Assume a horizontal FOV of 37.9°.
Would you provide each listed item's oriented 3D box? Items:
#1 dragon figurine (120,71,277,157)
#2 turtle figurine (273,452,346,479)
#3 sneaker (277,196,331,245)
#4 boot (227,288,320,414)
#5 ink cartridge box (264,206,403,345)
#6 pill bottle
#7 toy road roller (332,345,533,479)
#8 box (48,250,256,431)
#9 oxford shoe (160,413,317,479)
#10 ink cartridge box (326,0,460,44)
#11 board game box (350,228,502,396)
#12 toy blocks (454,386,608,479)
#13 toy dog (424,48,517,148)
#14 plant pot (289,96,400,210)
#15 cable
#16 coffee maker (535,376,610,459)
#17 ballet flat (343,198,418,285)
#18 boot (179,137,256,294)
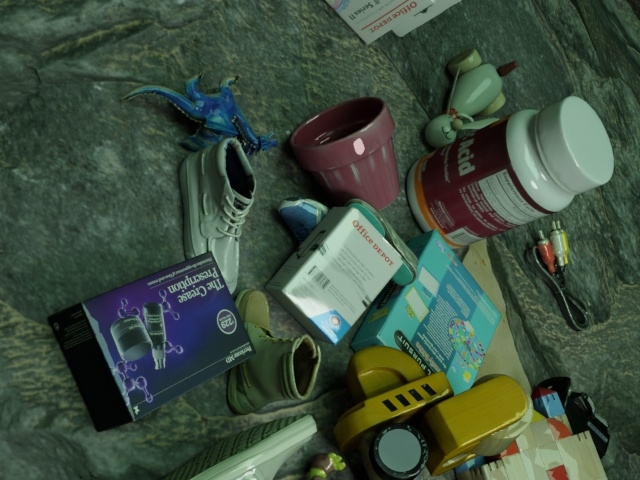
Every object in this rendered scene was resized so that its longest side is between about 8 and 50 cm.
[{"bbox_3d":[-0.195,-0.207,1.620,0.289,0.085,0.144,-5,76,-48],"label":"dragon figurine"},{"bbox_3d":[-0.002,0.466,1.513,0.269,0.087,0.217,48,37,-8],"label":"turtle figurine"},{"bbox_3d":[0.000,0.000,1.731,0.211,0.080,0.081,42,46,-24],"label":"sneaker"},{"bbox_3d":[-0.074,0.167,1.514,0.077,0.165,0.213,22,59,-39],"label":"boot"},{"bbox_3d":[0.026,0.060,1.666,0.148,0.086,0.203,47,72,-20],"label":"ink cartridge box"},{"bbox_3d":[0.394,-0.141,1.965,0.224,0.392,0.224,22,58,-38],"label":"pill bottle"},{"bbox_3d":[0.179,0.289,1.639,0.329,0.202,0.241,-19,66,-13],"label":"toy road roller"},{"bbox_3d":[-0.245,0.145,1.401,0.261,0.103,0.184,-25,93,-48],"label":"box"},{"bbox_3d":[-0.167,0.387,1.324,0.449,0.169,0.130,-31,92,-41],"label":"oxford shoe"},{"bbox_3d":[0.118,-0.569,2.013,0.353,0.207,0.119,41,46,-25],"label":"ink cartridge box"},{"bbox_3d":[0.222,0.179,1.879,0.254,0.079,0.336,51,44,-16],"label":"board game box"},{"bbox_3d":[0.412,0.439,1.880,0.381,0.191,0.261,-9,72,-30],"label":"toy blocks"},{"bbox_3d":[0.371,-0.334,2.202,0.220,0.161,0.334,36,50,-29],"label":"toy dog"},{"bbox_3d":[0.064,-0.152,1.797,0.201,0.201,0.180,-52,127,-45],"label":"plant pot"},{"bbox_3d":[0.596,0.096,2.307,0.139,0.072,0.287,-22,89,-43],"label":"cable"},{"bbox_3d":[0.551,0.424,2.099,0.178,0.120,0.171,45,74,-20],"label":"coffee maker"},{"bbox_3d":[0.114,-0.005,1.778,0.213,0.072,0.068,52,29,-20],"label":"ballet flat"},{"bbox_3d":[-0.162,-0.041,1.550,0.095,0.123,0.258,-1,73,-46],"label":"boot"}]
